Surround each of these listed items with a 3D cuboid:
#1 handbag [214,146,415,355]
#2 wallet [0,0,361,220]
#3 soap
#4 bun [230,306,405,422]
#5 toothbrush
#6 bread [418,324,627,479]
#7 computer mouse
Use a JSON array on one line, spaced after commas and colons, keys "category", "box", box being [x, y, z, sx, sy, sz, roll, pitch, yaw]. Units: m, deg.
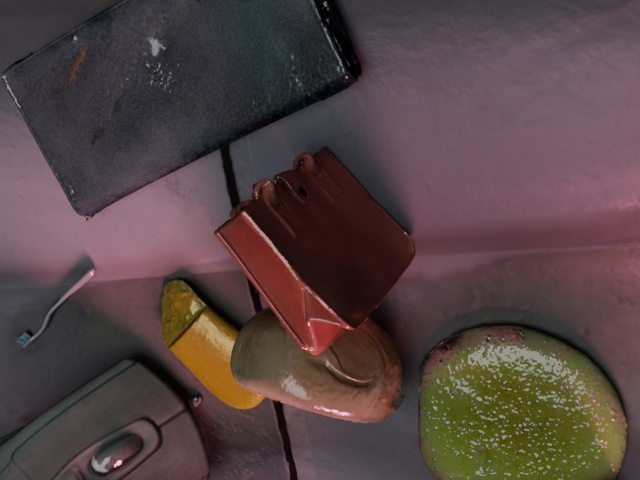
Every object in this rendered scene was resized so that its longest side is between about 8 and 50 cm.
[{"category": "handbag", "box": [0.000, 0.000, 1.002, 0.059, 0.212, 0.157, -37, 93, 28]}, {"category": "wallet", "box": [-0.149, -0.171, 1.091, 0.379, 0.046, 0.190, -23, 99, 27]}, {"category": "soap", "box": [-0.125, 0.120, 1.197, 0.168, 0.033, 0.089, 40, 115, 4]}, {"category": "bun", "box": [0.003, 0.115, 1.085, 0.167, 0.173, 0.113, 12, 87, 52]}, {"category": "toothbrush", "box": [-0.312, 0.081, 1.266, 0.017, 0.014, 0.162, 40, 119, -18]}, {"category": "bread", "box": [0.199, 0.194, 1.100, 0.229, 0.033, 0.228, 8, 113, 18]}, {"category": "computer mouse", "box": [-0.292, 0.284, 1.212, 0.371, 0.122, 0.188, -34, 88, -1]}]
